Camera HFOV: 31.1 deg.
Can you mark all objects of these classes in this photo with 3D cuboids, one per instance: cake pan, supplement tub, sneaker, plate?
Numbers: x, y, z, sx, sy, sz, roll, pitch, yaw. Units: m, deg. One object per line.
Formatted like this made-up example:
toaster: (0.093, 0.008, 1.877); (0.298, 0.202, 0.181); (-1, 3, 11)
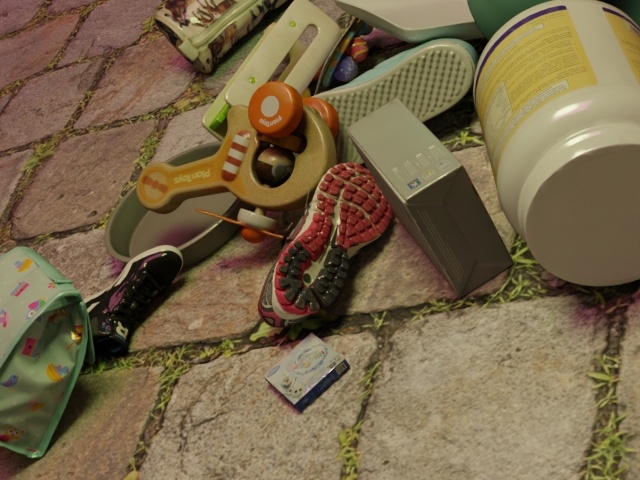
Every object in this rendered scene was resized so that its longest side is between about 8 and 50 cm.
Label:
cake pan: (-0.228, -0.053, 1.945); (0.293, 0.054, 0.293); (-22, 35, 16)
supplement tub: (0.326, -0.126, 1.418); (0.241, 0.241, 0.331); (-22, 35, 15)
sneaker: (-0.294, 0.108, 1.787); (0.217, 0.079, 0.121); (-36, 36, 10)
plate: (0.198, -0.382, 1.934); (0.277, 0.045, 0.278); (-11, 26, -24)
sneaker: (0.000, 0.000, 1.647); (0.299, 0.121, 0.112); (-52, 7, -38)
sneaker: (0.096, -0.213, 1.849); (0.366, 0.135, 0.150); (-20, 9, 23)

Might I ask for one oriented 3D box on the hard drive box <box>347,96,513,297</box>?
hard drive box: (0.143, -0.062, 1.541); (0.089, 0.181, 0.232); (-33, 35, 0)

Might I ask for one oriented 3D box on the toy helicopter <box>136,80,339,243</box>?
toy helicopter: (-0.134, -0.091, 1.776); (0.355, 0.140, 0.234); (-12, 78, 28)

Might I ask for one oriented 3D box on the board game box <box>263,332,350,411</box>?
board game box: (-0.019, 0.173, 1.521); (0.090, 0.020, 0.090); (-41, 35, -11)

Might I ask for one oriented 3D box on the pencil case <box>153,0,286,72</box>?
pencil case: (-0.151, -0.512, 2.364); (0.410, 0.160, 0.183); (-41, 20, -13)

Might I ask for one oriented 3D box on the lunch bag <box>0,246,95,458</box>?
lunch bag: (-0.448, 0.154, 1.715); (0.223, 0.160, 0.262); (31, 96, 54)

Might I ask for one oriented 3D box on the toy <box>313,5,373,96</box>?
toy: (0.053, -0.328, 2.032); (0.056, 0.137, 0.237); (25, 51, 1)

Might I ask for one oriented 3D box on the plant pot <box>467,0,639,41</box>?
plant pot: (0.359, -0.395, 1.708); (0.235, 0.293, 0.293); (-15, 34, 53)

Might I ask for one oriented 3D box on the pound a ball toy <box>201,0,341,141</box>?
pound a ball toy: (-0.081, -0.288, 2.083); (0.319, 0.136, 0.208); (-57, 12, -29)
